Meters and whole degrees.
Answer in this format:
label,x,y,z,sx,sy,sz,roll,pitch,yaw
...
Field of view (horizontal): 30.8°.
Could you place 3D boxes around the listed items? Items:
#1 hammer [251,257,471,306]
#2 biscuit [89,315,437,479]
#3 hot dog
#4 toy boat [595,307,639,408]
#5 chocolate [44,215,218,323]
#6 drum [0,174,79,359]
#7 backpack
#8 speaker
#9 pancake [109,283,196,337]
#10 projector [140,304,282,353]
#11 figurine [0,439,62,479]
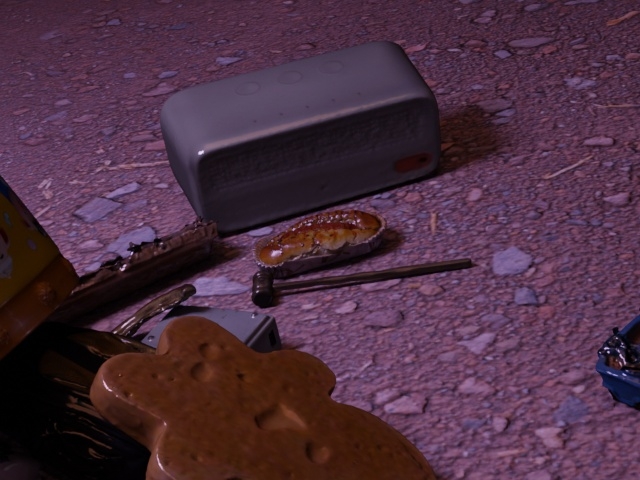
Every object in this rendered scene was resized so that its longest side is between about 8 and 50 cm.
label,x,y,z,sx,sy,sz,roll,pitch,yaw
hammer,0.053,0.046,1.530,0.292,0.029,0.058,-8,31,4
biscuit,-0.046,0.199,1.124,0.355,0.052,0.275,30,31,14
hot dog,0.000,0.000,1.601,0.192,0.053,0.099,-15,31,-2
toy boat,0.381,0.092,1.247,0.223,0.097,0.100,-32,37,-32
chocolate,-0.285,0.052,1.597,0.329,0.065,0.102,-27,0,-25
drum,-0.473,0.085,1.203,0.431,0.214,0.431,-35,11,8
backpack,-0.250,0.171,1.237,0.258,0.133,0.206,25,22,12
speaker,-0.025,-0.156,1.770,0.406,0.183,0.184,-16,34,-9
pancake,-0.239,0.119,1.423,0.184,0.020,0.190,-29,14,31
projector,-0.139,0.130,1.408,0.147,0.061,0.115,4,33,28
figurine,-0.343,0.255,1.217,0.153,0.132,0.132,20,40,26
